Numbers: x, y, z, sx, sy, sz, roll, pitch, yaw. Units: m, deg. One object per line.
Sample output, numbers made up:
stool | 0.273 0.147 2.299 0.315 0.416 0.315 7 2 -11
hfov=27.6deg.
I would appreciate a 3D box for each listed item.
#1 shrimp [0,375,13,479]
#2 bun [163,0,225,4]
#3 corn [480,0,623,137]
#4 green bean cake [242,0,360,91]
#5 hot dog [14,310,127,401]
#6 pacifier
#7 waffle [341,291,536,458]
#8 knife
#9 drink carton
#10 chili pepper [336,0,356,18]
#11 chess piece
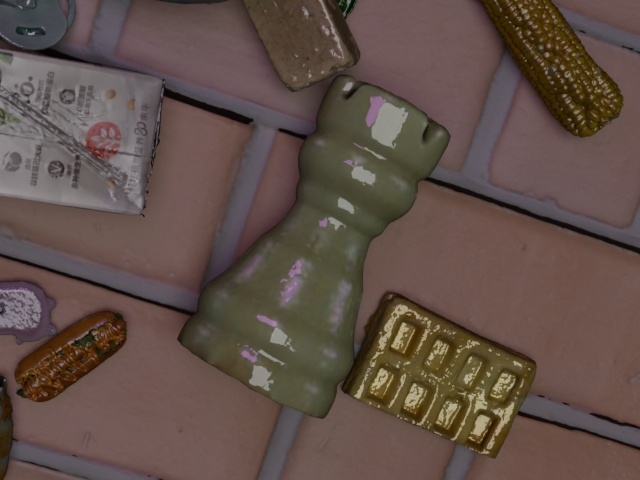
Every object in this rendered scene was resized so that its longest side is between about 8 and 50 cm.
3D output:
shrimp | -0.550 0.314 1.840 0.287 0.068 0.185 -19 98 4
bun | -0.180 -0.469 1.696 0.355 0.194 0.354 0 98 1
corn | 0.319 -0.281 1.870 0.102 0.102 0.313 -40 100 -2
green bean cake | -0.030 -0.304 1.793 0.109 0.085 0.179 -21 99 17
hot dog | -0.355 0.166 1.844 0.188 0.055 0.072 -36 104 -4
pacifier | -0.376 -0.329 1.725 0.127 0.116 0.150 7 67 -29
waffle | 0.182 0.205 1.941 0.274 0.057 0.168 26 93 -12
knife | -0.569 0.096 1.805 0.399 0.038 0.132 0 102 -10
drink carton | -0.386 -0.151 1.723 0.325 0.132 0.194 8 94 -23
chili pepper | 0.021 -0.339 1.841 0.055 0.035 0.118 37 102 -3
chess piece | 0.000 0.000 1.804 0.234 0.234 0.442 27 90 -13
